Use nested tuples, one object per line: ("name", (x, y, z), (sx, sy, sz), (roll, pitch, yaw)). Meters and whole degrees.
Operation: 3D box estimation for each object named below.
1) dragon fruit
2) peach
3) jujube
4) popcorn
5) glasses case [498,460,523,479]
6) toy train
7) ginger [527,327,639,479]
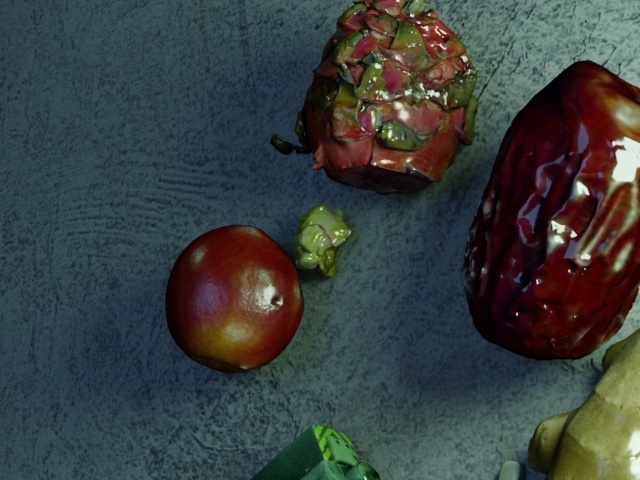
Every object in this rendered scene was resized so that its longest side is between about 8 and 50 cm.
("dragon fruit", (0.095, -0.221, 1.997), (0.269, 0.250, 0.291), (-17, 68, 60))
("peach", (-0.132, 0.088, 2.121), (0.243, 0.199, 0.243), (-16, 63, 35))
("jujube", (0.322, -0.033, 1.705), (0.258, 0.258, 0.377), (25, 105, 46))
("popcorn", (-0.001, -0.002, 2.115), (0.097, 0.089, 0.109), (132, 148, -59))
("glasses case", (0.248, 0.332, 1.788), (0.032, 0.021, 0.083), (-3, 72, 44))
("toy train", (-0.050, 0.401, 1.972), (0.330, 0.138, 0.178), (-44, 45, 22))
("ginger", (0.372, 0.248, 1.668), (0.375, 0.166, 0.236), (-55, 3, -19))
